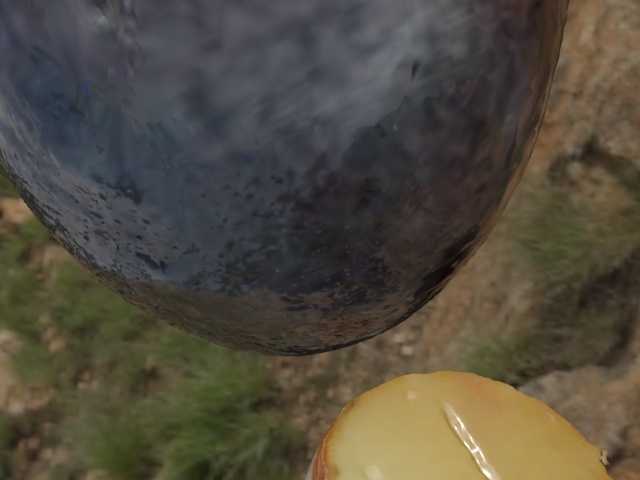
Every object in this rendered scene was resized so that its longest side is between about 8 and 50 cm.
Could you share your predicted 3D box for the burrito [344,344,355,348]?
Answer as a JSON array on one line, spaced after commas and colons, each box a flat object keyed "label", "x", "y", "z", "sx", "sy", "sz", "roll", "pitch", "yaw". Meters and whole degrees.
[{"label": "burrito", "x": -0.012, "y": -0.004, "z": 1.336, "sx": 0.348, "sy": 0.175, "sz": 0.107, "roll": 110, "pitch": 174, "yaw": -59}]

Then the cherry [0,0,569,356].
[{"label": "cherry", "x": -0.019, "y": -0.057, "z": 0.473, "sx": 0.195, "sy": 0.195, "sz": 0.195, "roll": -22, "pitch": 63, "yaw": 54}]

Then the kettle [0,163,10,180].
[{"label": "kettle", "x": -0.250, "y": -0.173, "z": 1.528, "sx": 0.161, "sy": 0.221, "sz": 0.236, "roll": -8, "pitch": 60, "yaw": 59}]

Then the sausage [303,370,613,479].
[{"label": "sausage", "x": 0.067, "y": 0.271, "z": 1.094, "sx": 0.233, "sy": 0.233, "sz": 0.287, "roll": -114, "pitch": 33, "yaw": -42}]
